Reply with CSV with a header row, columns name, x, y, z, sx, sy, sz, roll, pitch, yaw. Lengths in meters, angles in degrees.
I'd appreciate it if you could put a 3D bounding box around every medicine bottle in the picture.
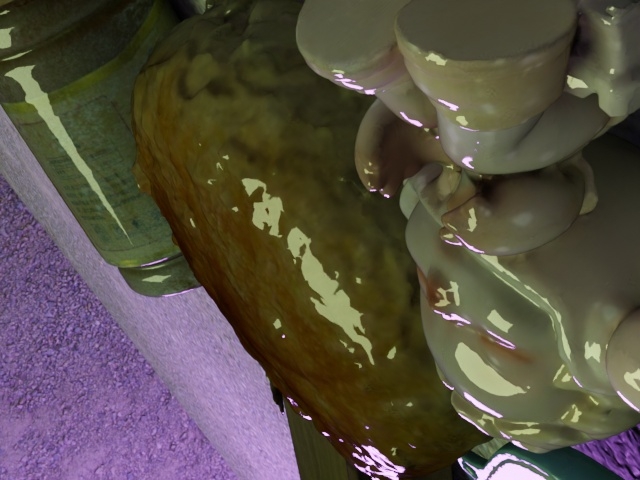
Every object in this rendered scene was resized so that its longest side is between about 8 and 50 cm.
name,x,y,z,sx,sy,sz,roll,pitch,yaw
medicine bottle,-0.165,-0.119,0.925,0.151,0.151,0.322,30,152,57

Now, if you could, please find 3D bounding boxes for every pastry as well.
name,x,y,z,sx,sy,sz,roll,pitch,yaw
pastry,0.000,0.000,0.708,0.329,0.136,0.329,49,167,16

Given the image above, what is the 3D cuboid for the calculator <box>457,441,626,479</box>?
name,x,y,z,sx,sy,sz,roll,pitch,yaw
calculator,0.224,0.243,0.652,0.386,0.054,0.256,39,162,16

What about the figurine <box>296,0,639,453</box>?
name,x,y,z,sx,sy,sz,roll,pitch,yaw
figurine,0.082,-0.018,0.452,0.182,0.144,0.256,20,147,29

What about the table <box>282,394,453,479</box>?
name,x,y,z,sx,sy,sz,roll,pitch,yaw
table,0.045,0.186,1.004,0.167,0.167,0.226,42,152,39
